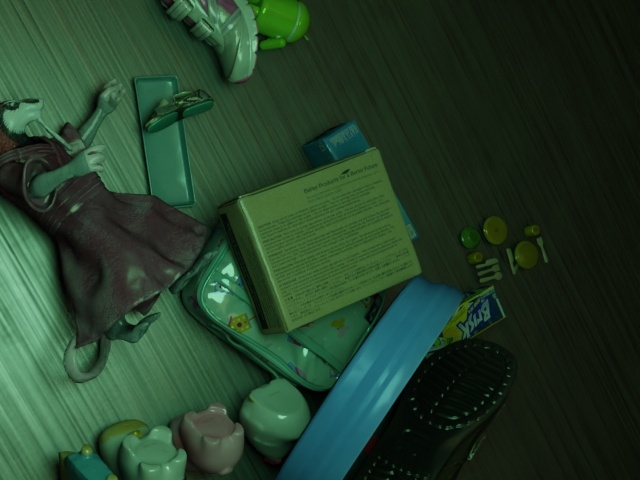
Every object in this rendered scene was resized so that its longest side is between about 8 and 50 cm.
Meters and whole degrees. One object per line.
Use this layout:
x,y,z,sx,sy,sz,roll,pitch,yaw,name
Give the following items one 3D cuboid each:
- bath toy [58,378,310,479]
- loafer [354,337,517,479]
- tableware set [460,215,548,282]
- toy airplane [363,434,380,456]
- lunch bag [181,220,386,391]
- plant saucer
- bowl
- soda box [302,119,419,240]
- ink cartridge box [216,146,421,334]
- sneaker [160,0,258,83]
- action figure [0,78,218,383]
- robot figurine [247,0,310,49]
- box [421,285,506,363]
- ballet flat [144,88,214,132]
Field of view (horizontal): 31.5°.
-0.176,0.287,1.550,0.348,0.151,0.129,-14,130,-31,bath toy
0.167,0.298,1.711,0.366,0.134,0.130,-46,151,-25,loafer
0.304,0.008,1.888,0.154,0.024,0.104,-16,89,-27,tableware set
0.135,0.336,1.761,0.151,0.028,0.151,3,83,-26,toy airplane
-0.047,0.083,1.644,0.279,0.108,0.224,37,69,-20,lunch bag
-0.224,-0.140,1.625,0.067,0.018,0.192,-8,89,-29,plant saucer
0.059,0.215,1.550,0.077,0.391,0.391,34,68,8,bowl
0.062,-0.075,1.738,0.067,0.071,0.210,-34,101,-27,soda box
0.000,0.000,1.566,0.235,0.088,0.193,-21,93,-28,ink cartridge box
-0.173,-0.338,1.633,0.111,0.103,0.252,-22,89,-24,sneaker
-0.329,-0.047,1.506,0.370,0.248,0.276,43,110,-5,action figure
-0.066,-0.337,1.699,0.115,0.067,0.101,15,70,-26,robot figurine
0.211,0.133,1.806,0.169,0.054,0.059,-27,98,-27,box
-0.207,-0.187,1.612,0.114,0.041,0.041,-26,97,-28,ballet flat
